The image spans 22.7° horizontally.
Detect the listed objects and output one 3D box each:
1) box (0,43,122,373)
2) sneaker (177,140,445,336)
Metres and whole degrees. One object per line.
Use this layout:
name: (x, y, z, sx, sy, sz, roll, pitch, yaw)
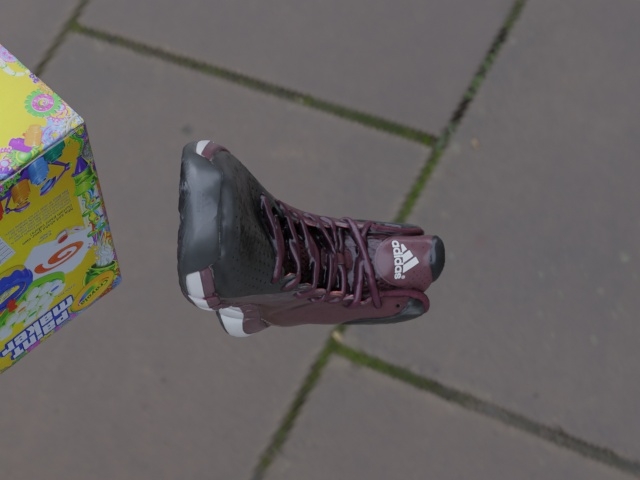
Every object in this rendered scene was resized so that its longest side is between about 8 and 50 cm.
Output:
box: (-0.368, 0.001, 1.523, 0.290, 0.279, 0.177, -38, 63, -22)
sneaker: (0.000, 0.000, 1.052, 0.162, 0.281, 0.106, -1, 80, 5)
